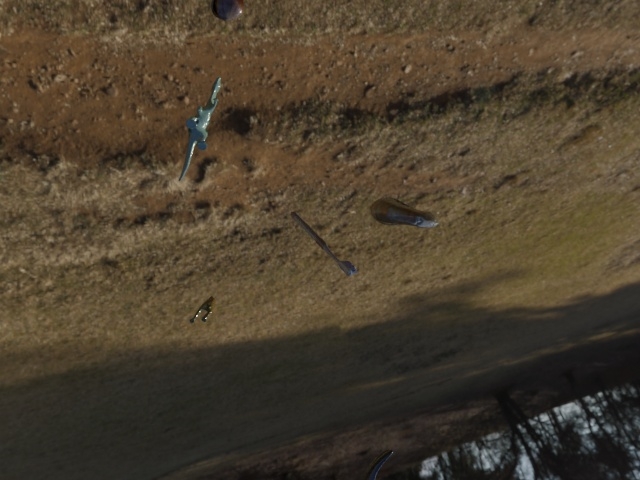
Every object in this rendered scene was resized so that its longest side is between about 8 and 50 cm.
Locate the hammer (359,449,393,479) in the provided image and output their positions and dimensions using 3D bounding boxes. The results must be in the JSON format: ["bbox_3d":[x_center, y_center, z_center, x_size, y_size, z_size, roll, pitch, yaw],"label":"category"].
[{"bbox_3d":[0.278,0.462,0.812,0.439,0.169,0.044,4,158,-8],"label":"hammer"}]

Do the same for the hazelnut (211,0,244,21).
[{"bbox_3d":[-0.244,-0.618,1.207,0.086,0.087,0.086,-13,154,-7],"label":"hazelnut"}]

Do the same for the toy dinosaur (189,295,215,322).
[{"bbox_3d":[-0.325,0.184,1.362,0.039,0.126,0.162,38,129,-11],"label":"toy dinosaur"}]

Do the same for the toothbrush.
[{"bbox_3d":[0.000,0.000,0.367,0.008,0.097,0.006,-7,124,-32],"label":"toothbrush"}]

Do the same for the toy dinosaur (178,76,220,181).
[{"bbox_3d":[-0.227,-0.208,0.851,0.044,0.106,0.187,13,134,-19],"label":"toy dinosaur"}]

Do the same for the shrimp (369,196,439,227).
[{"bbox_3d":[0.209,-0.066,1.196,0.168,0.077,0.317,16,-174,-1],"label":"shrimp"}]
